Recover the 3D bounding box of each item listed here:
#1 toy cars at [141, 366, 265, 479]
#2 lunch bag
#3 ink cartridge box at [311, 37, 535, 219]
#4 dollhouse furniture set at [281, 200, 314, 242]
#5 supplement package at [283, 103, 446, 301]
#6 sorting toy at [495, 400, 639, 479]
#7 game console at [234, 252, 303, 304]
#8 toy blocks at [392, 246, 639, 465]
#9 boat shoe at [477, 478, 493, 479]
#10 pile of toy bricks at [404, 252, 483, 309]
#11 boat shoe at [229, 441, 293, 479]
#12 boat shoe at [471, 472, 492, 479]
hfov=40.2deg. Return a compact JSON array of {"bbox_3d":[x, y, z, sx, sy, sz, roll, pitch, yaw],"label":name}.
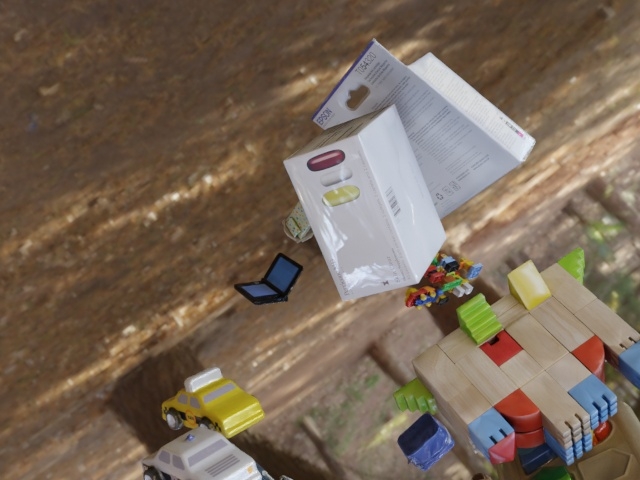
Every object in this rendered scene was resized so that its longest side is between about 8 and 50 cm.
[{"bbox_3d":[-0.177,0.273,1.296,0.176,0.087,0.394,-13,-168,0],"label":"toy cars"},{"bbox_3d":[0.198,0.384,1.643,0.098,0.065,0.067,-42,-151,5],"label":"lunch bag"},{"bbox_3d":[0.175,-0.204,1.603,0.071,0.330,0.324,-52,-175,-26],"label":"ink cartridge box"},{"bbox_3d":[0.000,0.000,1.825,0.101,0.161,0.182,-28,165,-35],"label":"dollhouse furniture set"},{"bbox_3d":[0.082,-0.065,1.481,0.145,0.262,0.204,-17,-166,28],"label":"supplement package"},{"bbox_3d":[0.373,0.341,1.254,0.229,0.041,0.307,-24,-164,10],"label":"sorting toy"},{"bbox_3d":[-0.107,0.076,1.768,0.107,0.071,0.122,-6,-164,-26],"label":"game console"},{"bbox_3d":[0.334,0.212,1.322,0.381,0.261,0.191,-32,138,-10],"label":"toy blocks"},{"bbox_3d":[0.222,0.567,1.524,0.341,0.121,0.110,-50,160,0],"label":"boat shoe"},{"bbox_3d":[0.237,0.062,1.814,0.212,0.105,0.118,-13,135,-46],"label":"pile of toy bricks"},{"bbox_3d":[-0.080,0.401,1.327,0.079,0.254,0.095,-25,141,-52],"label":"boat shoe"},{"bbox_3d":[0.318,0.556,1.810,0.064,0.060,0.178,-30,-152,41],"label":"boat shoe"}]
